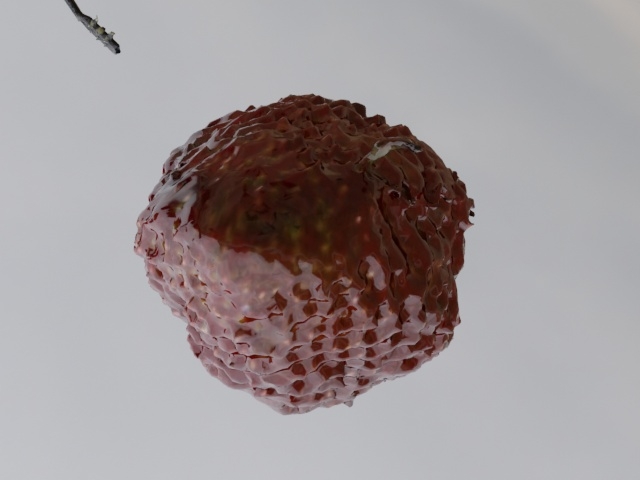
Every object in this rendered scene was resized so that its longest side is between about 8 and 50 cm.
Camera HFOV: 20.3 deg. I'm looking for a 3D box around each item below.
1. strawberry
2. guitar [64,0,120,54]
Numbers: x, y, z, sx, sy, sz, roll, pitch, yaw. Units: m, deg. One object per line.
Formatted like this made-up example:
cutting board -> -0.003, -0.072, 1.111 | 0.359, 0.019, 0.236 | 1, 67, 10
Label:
strawberry -> 0.001, -0.002, 1.430 | 0.292, 0.292, 0.343 | 43, 171, 0
guitar -> -0.219, -0.235, 1.393 | 0.233, 0.025, 0.088 | 53, 167, 16
